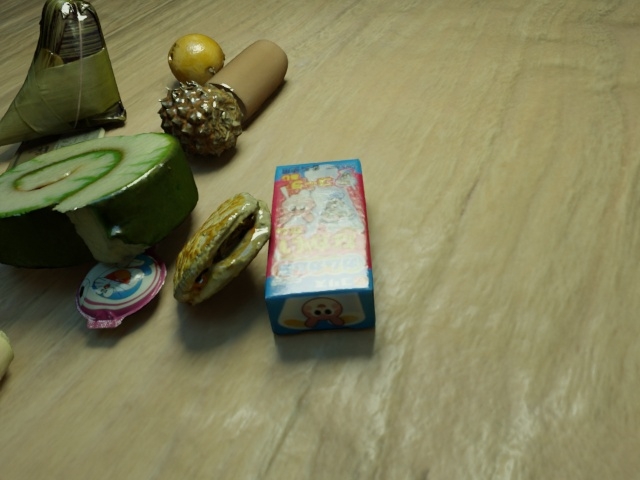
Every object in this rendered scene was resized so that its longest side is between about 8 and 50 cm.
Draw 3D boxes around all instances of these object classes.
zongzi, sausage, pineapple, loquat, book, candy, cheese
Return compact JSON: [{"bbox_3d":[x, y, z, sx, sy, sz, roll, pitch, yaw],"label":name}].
[{"bbox_3d":[-0.625,-0.366,1.115,0.318,0.289,0.154,-27,44,-28],"label":"zongzi"},{"bbox_3d":[-0.171,-0.382,1.201,0.123,0.123,0.252,13,49,21],"label":"sausage"},{"bbox_3d":[-0.268,-0.257,1.069,0.193,0.166,0.166,7,46,32],"label":"pineapple"},{"bbox_3d":[-0.317,-0.457,1.286,0.141,0.141,0.141,-5,46,5],"label":"loquat"},{"bbox_3d":[-0.615,-0.209,1.176,0.199,0.016,0.138,-8,45,1],"label":"book"},{"bbox_3d":[0.000,-0.001,0.820,0.158,0.100,0.305,-4,47,4],"label":"candy"},{"bbox_3d":[-0.326,0.046,0.851,0.155,0.062,0.244,-2,45,9],"label":"cheese"}]

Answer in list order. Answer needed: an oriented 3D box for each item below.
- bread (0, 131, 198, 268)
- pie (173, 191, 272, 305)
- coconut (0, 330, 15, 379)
[{"bbox_3d":[-0.405,-0.070,0.890,0.366,0.129,0.382,-30,35,-25],"label":"bread"},{"bbox_3d":[-0.160,0.013,0.796,0.205,0.084,0.179,-53,20,-16],"label":"pie"},{"bbox_3d":[-0.511,0.183,0.711,0.116,0.116,0.122,-1,41,8],"label":"coconut"}]
